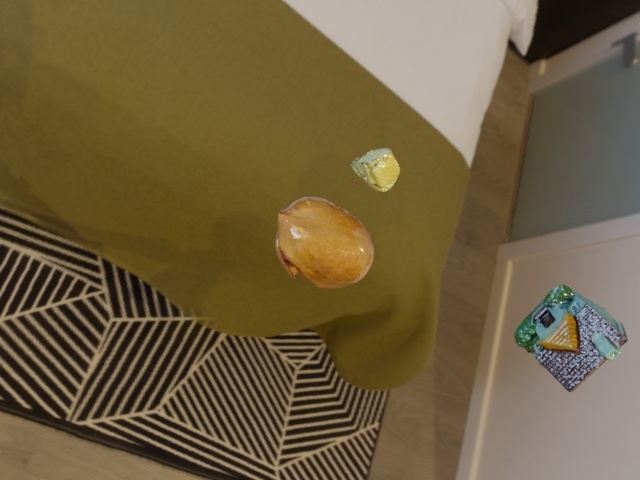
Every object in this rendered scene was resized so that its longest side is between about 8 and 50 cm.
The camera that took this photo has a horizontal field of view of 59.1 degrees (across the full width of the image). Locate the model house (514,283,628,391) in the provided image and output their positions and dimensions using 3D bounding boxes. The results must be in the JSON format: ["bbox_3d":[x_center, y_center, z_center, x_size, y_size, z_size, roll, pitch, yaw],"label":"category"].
[{"bbox_3d":[0.812,0.337,1.818,0.230,0.281,0.249,27,24,-12],"label":"model house"}]

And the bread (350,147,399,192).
[{"bbox_3d":[0.161,-0.192,1.561,0.103,0.156,0.110,-35,108,-6],"label":"bread"}]

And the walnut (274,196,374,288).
[{"bbox_3d":[0.000,0.000,1.317,0.298,0.203,0.203,40,59,-41],"label":"walnut"}]
